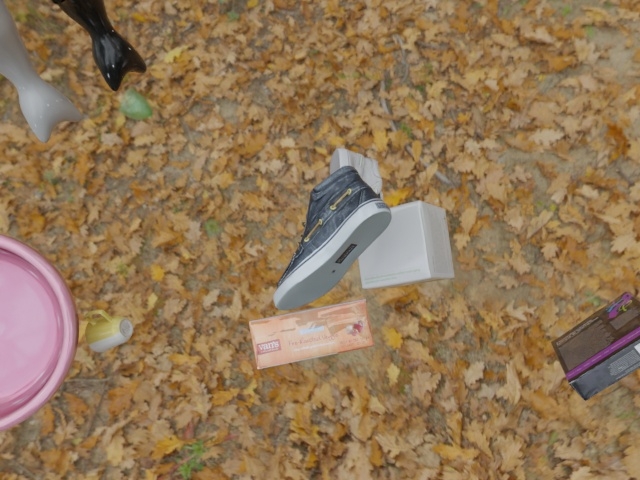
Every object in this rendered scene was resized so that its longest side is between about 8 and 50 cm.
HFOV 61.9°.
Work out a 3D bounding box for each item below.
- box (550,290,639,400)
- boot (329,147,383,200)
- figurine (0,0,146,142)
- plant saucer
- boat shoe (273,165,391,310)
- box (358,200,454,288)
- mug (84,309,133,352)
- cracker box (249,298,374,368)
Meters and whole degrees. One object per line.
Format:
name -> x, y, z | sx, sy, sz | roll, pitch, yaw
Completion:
box -> 0.332, 0.116, 0.617 | 0.116, 0.162, 0.029 | -40, 85, 17
boot -> 0.092, -0.101, 1.240 | 0.124, 0.095, 0.258 | 10, 59, -17
figurine -> -0.359, -0.266, 0.718 | 0.092, 0.209, 0.215 | 18, 57, 38
plant saucer -> -0.565, 0.149, 0.882 | 0.333, 0.084, 0.331 | 0, 89, -6
boat shoe -> 0.000, 0.000, 0.629 | 0.183, 0.065, 0.083 | -46, 55, 22
box -> 0.111, 0.009, 0.711 | 0.101, 0.087, 0.101 | -13, 78, 32
mug -> -0.371, 0.159, 0.938 | 0.064, 0.078, 0.062 | -16, 66, 20
cracker box -> -0.016, 0.135, 0.792 | 0.156, 0.232, 0.067 | -10, 82, -4
